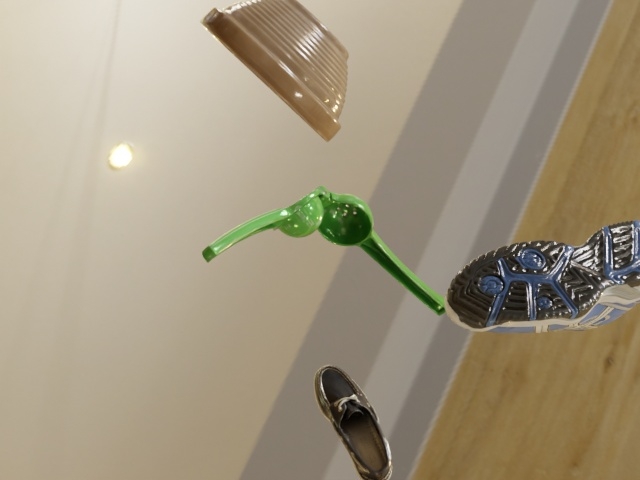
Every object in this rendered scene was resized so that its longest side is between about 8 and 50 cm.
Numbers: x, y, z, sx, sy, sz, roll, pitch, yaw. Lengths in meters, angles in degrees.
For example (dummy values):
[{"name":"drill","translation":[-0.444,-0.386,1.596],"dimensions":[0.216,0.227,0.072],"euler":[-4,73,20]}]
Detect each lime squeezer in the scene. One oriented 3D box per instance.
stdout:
[{"name":"lime squeezer","translation":[0.000,0.000,0.915],"dimensions":[0.059,0.310,0.109],"euler":[-19,-114,40]}]

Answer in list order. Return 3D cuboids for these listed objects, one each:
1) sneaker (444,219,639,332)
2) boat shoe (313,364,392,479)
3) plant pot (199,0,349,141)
[{"name":"sneaker","translation":[0.193,0.046,0.781],"dimensions":[0.211,0.081,0.080],"euler":[-8,-129,-23]},{"name":"boat shoe","translation":[0.030,0.166,0.898],"dimensions":[0.046,0.038,0.125],"euler":[-18,-117,-11]},{"name":"plant pot","translation":[-0.040,-0.250,1.300],"dimensions":[0.110,0.237,0.237],"euler":[-46,-129,5]}]
